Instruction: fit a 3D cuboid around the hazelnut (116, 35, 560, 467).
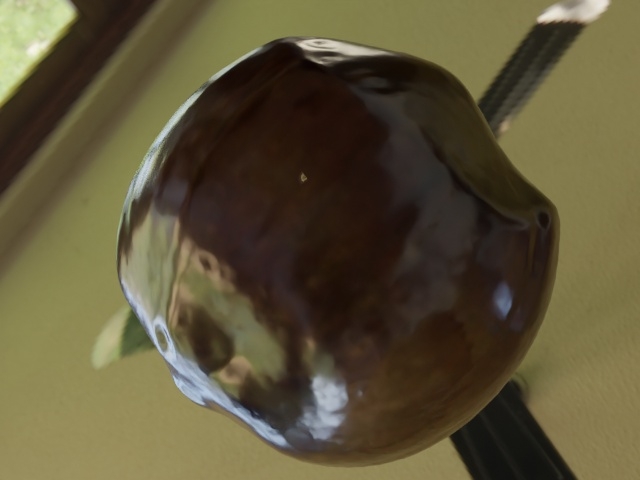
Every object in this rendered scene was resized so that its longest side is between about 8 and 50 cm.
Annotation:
[{"bbox_3d":[0.000,0.000,0.621,0.218,0.218,0.234,-45,-129,-8],"label":"hazelnut"}]
